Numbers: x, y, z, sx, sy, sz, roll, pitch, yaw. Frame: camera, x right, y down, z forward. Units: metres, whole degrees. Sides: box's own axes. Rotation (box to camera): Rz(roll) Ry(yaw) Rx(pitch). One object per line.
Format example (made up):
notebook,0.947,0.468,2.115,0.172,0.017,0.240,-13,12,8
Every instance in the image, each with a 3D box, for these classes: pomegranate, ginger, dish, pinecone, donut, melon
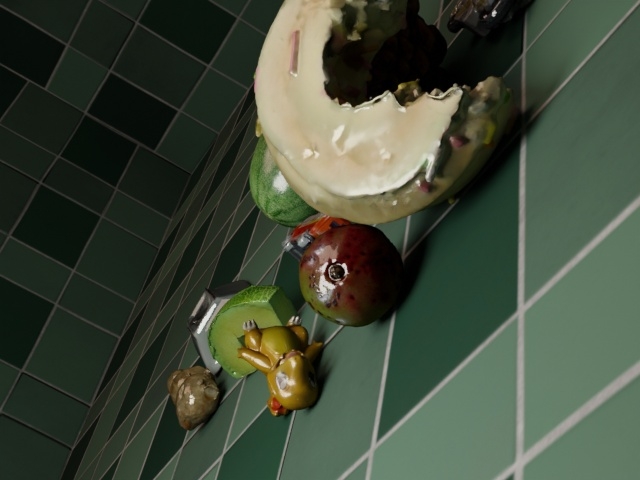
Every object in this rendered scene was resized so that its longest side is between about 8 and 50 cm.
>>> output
pomegranate,0.051,0.038,1.334,0.159,0.129,0.129,-20,-21,-46
ginger,-0.232,0.273,1.947,0.104,0.080,0.204,-66,15,1
dish,-0.205,0.152,2.117,0.181,0.080,0.243,-61,12,-3
pinecone,0.056,-0.251,1.616,0.242,0.298,0.296,-20,7,-16
donut,0.065,-0.180,1.338,0.307,0.150,0.371,-46,58,26
melon,-0.010,-0.156,1.821,0.287,0.182,0.182,-65,13,-13
melon,-0.112,0.137,1.731,0.209,0.118,0.064,-40,18,45

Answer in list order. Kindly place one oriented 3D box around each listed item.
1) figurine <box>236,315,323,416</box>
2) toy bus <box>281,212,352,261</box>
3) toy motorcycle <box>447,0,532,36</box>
figurine,-0.050,0.186,1.462,0.176,0.121,0.122,-129,41,-66
toy bus,0.000,0.000,1.684,0.077,0.079,0.174,-54,11,-12
toy motorcycle,0.249,-0.361,1.530,0.152,0.073,0.225,-57,12,2
